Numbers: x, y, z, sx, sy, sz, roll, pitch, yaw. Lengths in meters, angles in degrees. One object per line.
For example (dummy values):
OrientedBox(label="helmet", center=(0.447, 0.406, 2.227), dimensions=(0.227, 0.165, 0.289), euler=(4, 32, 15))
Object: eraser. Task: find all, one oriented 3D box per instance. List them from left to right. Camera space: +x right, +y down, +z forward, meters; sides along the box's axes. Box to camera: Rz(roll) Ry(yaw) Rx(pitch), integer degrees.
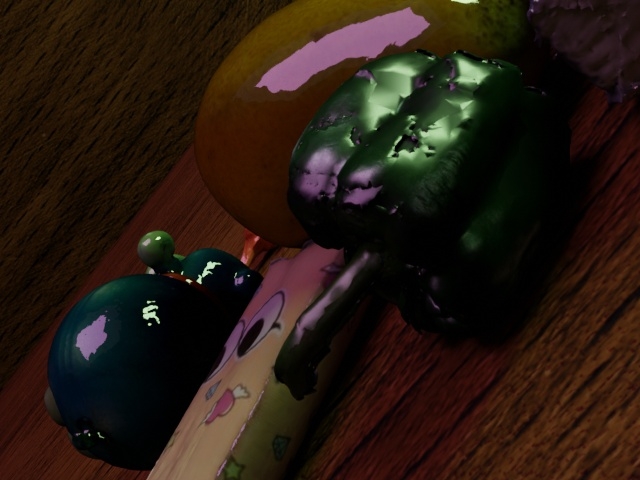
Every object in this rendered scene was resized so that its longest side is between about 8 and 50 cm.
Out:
OrientedBox(label="eraser", center=(-0.059, 0.142, 0.834), dimensions=(0.171, 0.087, 0.290), euler=(-31, 27, 58))

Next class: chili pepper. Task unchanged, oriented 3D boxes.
OrientedBox(label="chili pepper", center=(0.061, -0.003, 0.663), dimensions=(0.165, 0.174, 0.261), euler=(12, 63, 46))

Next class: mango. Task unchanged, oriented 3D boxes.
OrientedBox(label="mango", center=(0.045, -0.130, 0.879), dimensions=(0.378, 0.221, 0.264), euler=(-22, 18, 46))

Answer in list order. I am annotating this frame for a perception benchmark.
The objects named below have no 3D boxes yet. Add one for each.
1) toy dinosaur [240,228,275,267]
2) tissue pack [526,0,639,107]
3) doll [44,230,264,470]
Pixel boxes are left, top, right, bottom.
OrientedBox(label="toy dinosaur", center=(-0.072, -0.013, 1.289), dimensions=(0.101, 0.055, 0.280), euler=(-50, 14, 51))
OrientedBox(label="tissue pack", center=(0.259, -0.274, 0.719), dimensions=(0.242, 0.125, 0.344), euler=(-46, 15, 29))
OrientedBox(label="doll", center=(-0.164, 0.112, 1.020), dimensions=(0.186, 0.198, 0.322), euler=(-26, 20, 36))
